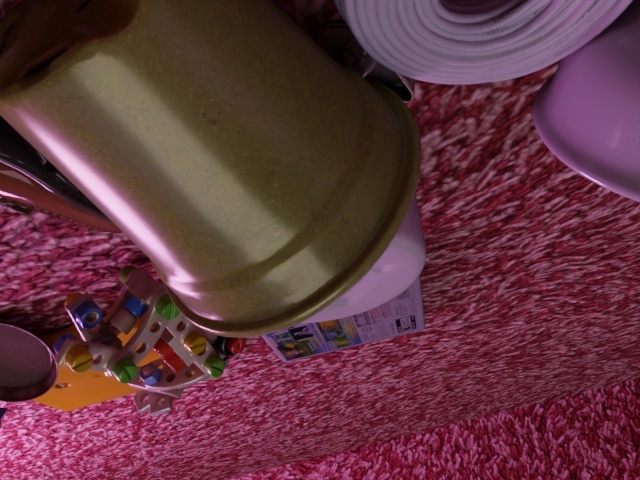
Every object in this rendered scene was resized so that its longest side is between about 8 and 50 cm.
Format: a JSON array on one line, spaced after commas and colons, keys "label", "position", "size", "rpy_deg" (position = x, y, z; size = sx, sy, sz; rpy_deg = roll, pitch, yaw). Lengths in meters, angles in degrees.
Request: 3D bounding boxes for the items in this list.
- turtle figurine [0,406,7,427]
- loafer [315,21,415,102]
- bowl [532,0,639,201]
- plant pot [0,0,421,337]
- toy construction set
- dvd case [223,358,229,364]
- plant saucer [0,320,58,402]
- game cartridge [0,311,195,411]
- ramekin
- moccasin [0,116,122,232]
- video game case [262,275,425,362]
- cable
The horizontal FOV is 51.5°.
[{"label": "turtle figurine", "position": [-0.730, 0.363, 1.170], "size": [0.275, 0.197, 0.266], "rpy_deg": [-28, 145, 20]}, {"label": "loafer", "position": [0.050, -0.171, 0.645], "size": [0.125, 0.039, 0.045], "rpy_deg": [15, 143, -40]}, {"label": "bowl", "position": [0.348, -0.157, 0.580], "size": [0.298, 0.297, 0.134], "rpy_deg": [-9, 130, -5]}, {"label": "plant pot", "position": [-0.100, -0.100, 0.521], "size": [0.276, 0.276, 0.254], "rpy_deg": [-24, 138, 22]}, {"label": "toy construction set", "position": [-0.237, 0.160, 0.983], "size": [0.215, 0.151, 0.327], "rpy_deg": [-46, 154, -20]}, {"label": "dvd case", "position": [-0.250, 0.269, 1.329], "size": [0.120, 0.013, 0.087], "rpy_deg": [-17, -176, 12]}, {"label": "plant saucer", "position": [-0.496, 0.186, 1.045], "size": [0.169, 0.029, 0.168], "rpy_deg": [-1, 122, -1]}, {"label": "game cartridge", "position": [-0.397, 0.220, 1.195], "size": [0.324, 0.052, 0.285], "rpy_deg": [-18, 151, 7]}, {"label": "ramekin", "position": [0.000, 0.000, 0.842], "size": [0.277, 0.135, 0.277], "rpy_deg": [-9, 152, -5]}, {"label": "moccasin", "position": [-0.308, -0.094, 0.549], "size": [0.147, 0.139, 0.380], "rpy_deg": [-21, 154, 31]}, {"label": "video game case", "position": [0.037, 0.131, 1.207], "size": [0.300, 0.036, 0.329], "rpy_deg": [-14, 153, 4]}, {"label": "cable", "position": [0.131, -0.227, 0.520], "size": [0.257, 0.089, 0.257], "rpy_deg": [-18, 152, 12]}]
